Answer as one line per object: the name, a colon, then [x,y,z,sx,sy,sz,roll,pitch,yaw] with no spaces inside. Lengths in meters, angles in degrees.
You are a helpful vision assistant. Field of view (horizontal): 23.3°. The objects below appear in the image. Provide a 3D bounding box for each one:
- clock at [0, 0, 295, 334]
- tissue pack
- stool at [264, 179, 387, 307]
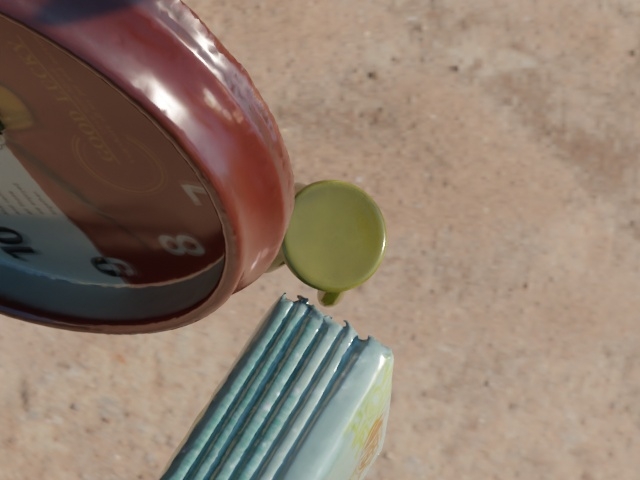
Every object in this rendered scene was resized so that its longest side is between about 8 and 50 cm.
clock: [-0.163,-0.064,0.772,0.318,0.318,0.080,38,56,-27]
tissue pack: [-0.080,0.278,1.565,0.162,0.287,0.388,29,70,11]
stool: [0.000,0.000,1.559,0.135,0.110,0.134,-19,87,-15]
